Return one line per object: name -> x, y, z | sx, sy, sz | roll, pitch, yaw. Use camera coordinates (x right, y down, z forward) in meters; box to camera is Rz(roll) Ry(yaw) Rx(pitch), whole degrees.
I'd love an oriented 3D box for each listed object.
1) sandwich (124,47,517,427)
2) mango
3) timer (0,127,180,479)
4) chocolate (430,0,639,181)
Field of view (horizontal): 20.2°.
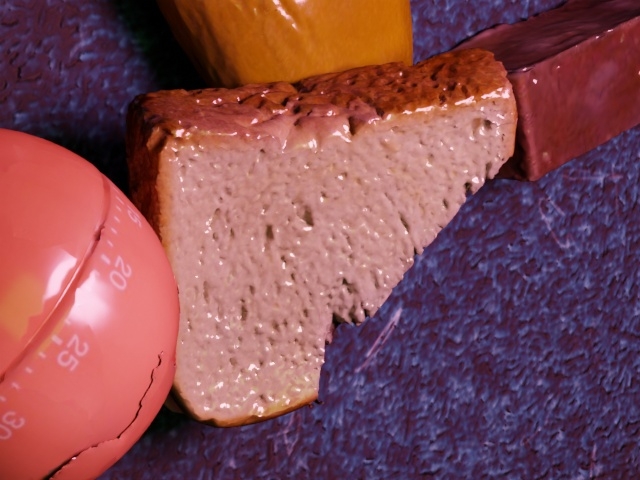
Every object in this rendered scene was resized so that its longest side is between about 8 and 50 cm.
sandwich -> -0.002, -0.002, 1.296 | 0.288, 0.099, 0.254 | -11, 116, -17
mango -> -0.019, -0.183, 1.341 | 0.195, 0.142, 0.332 | -37, 120, -22
timer -> -0.207, 0.050, 1.136 | 0.215, 0.229, 0.230 | 48, 63, -23
chocolate -> 0.239, -0.148, 1.567 | 0.321, 0.112, 0.112 | -26, 116, -36
